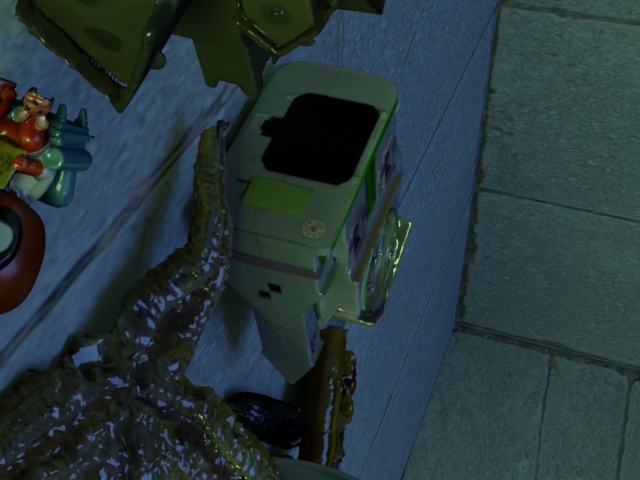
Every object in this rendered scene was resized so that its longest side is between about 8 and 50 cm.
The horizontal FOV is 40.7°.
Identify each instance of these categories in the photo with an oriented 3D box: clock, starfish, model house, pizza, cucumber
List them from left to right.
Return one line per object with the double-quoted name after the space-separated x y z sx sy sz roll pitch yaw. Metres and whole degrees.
-0.109 0.148 0.640 0.383 0.132 0.398 61 32 -9 "starfish"
-0.074 -0.162 0.480 0.243 0.212 0.204 78 31 -57 "model house"
-0.064 0.232 1.106 0.245 0.067 0.067 56 50 -71 "cucumber"
-0.001 0.000 0.950 0.309 0.166 0.235 85 24 -52 "clock"
0.009 0.297 1.337 0.287 0.074 0.251 83 16 -54 "pizza"

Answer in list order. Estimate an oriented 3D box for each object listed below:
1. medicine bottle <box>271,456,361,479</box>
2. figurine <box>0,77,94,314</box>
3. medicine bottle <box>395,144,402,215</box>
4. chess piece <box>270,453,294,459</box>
-0.059 0.367 0.863 0.252 0.253 0.240 -6 105 -73 "medicine bottle"
-0.183 -0.021 0.495 0.075 0.068 0.140 9 101 -78 "figurine"
0.072 -0.070 1.276 0.095 0.095 0.260 -60 159 -45 "medicine bottle"
-0.076 0.389 1.141 0.301 0.137 0.137 -46 148 -84 "chess piece"
